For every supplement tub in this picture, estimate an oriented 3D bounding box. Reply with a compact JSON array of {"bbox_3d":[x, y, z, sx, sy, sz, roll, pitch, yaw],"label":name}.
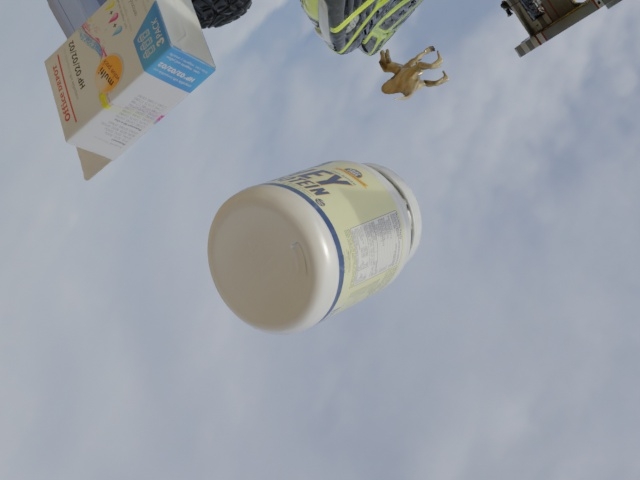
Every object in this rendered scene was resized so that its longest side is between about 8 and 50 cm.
[{"bbox_3d":[0.000,0.000,1.854,0.235,0.235,0.325,-41,169,35],"label":"supplement tub"}]

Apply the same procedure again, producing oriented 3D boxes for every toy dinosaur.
[{"bbox_3d":[0.128,-0.222,1.589,0.093,0.053,0.183,-23,-151,5],"label":"toy dinosaur"}]

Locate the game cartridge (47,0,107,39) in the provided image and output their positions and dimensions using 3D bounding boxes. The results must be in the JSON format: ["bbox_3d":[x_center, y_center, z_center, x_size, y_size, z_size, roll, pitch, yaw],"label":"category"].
[{"bbox_3d":[-0.290,-0.360,1.504,0.060,0.196,0.294,-12,-135,17],"label":"game cartridge"}]

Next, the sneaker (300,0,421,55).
[{"bbox_3d":[0.016,-0.277,1.146,0.145,0.147,0.385,-49,176,3],"label":"sneaker"}]

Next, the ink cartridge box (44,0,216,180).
[{"bbox_3d":[-0.190,-0.150,1.064,0.181,0.062,0.104,-38,-124,25],"label":"ink cartridge box"}]

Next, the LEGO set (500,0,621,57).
[{"bbox_3d":[0.243,-0.360,1.245,0.192,0.331,0.255,-28,-163,50],"label":"LEGO set"}]

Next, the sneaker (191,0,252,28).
[{"bbox_3d":[-0.198,-0.361,1.408,0.107,0.283,0.124,-31,-123,34],"label":"sneaker"}]
